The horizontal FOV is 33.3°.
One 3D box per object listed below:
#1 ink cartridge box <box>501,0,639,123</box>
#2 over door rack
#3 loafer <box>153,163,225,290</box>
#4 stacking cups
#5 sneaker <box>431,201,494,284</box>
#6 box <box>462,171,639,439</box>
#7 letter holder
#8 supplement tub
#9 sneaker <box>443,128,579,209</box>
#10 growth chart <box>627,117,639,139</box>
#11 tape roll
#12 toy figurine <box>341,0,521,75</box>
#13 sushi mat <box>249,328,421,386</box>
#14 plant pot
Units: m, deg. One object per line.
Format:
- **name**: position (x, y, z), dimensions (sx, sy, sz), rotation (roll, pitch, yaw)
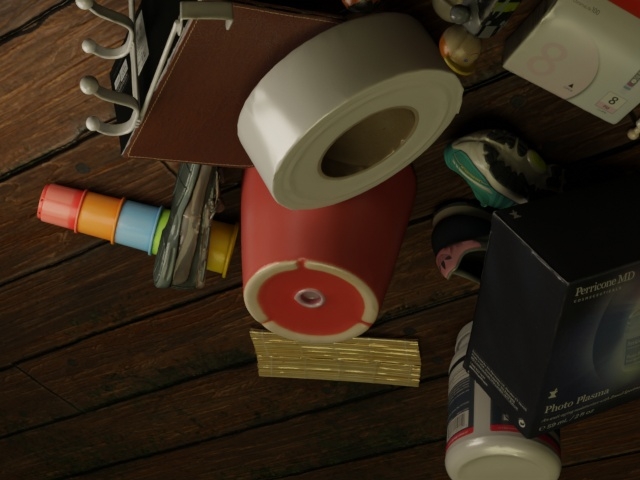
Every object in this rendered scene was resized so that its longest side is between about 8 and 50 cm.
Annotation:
- **ink cartridge box**: position (0.371, -0.267, 1.349), dimensions (0.189, 0.066, 0.232), rotation (24, 142, -17)
- **over door rack**: position (-0.215, -0.291, 1.231), dimensions (0.108, 0.239, 0.324), rotation (4, 161, -29)
- **loafer**: position (-0.186, -0.045, 1.639), dimensions (0.084, 0.096, 0.267), rotation (11, 113, -20)
- **stacking cups**: position (-0.295, -0.017, 1.730), dimensions (0.316, 0.096, 0.096), rotation (12, 140, -3)
- **sneaker**: position (0.320, 0.047, 1.663), dimensions (0.319, 0.131, 0.112), rotation (14, 138, -9)
- **box**: position (0.387, 0.088, 1.527), dimensions (0.296, 0.183, 0.294), rotation (-15, 130, -23)
- **letter holder**: position (-0.120, -0.245, 1.387), dimensions (0.214, 0.152, 0.302), rotation (4, 145, -28)
- **supplement tub**: position (0.312, 0.284, 1.833), dimensions (0.191, 0.272, 0.191), rotation (5, 140, 4)
- **sneaker**: position (0.291, -0.076, 1.573), dimensions (0.275, 0.107, 0.110), rotation (38, 156, -31)
- **growth chart**: position (0.562, -0.152, 1.474), dimensions (0.237, 0.021, 0.172), rotation (18, 140, -10)
- **tape roll**: position (0.040, -0.161, 1.380), dimensions (0.286, 0.100, 0.286), rotation (-26, 158, -11)
- **toy figurine**: position (0.122, -0.310, 1.220), dimensions (0.213, 0.209, 0.148), rotation (25, 127, -17)
- **sushi mat**: position (0.031, 0.220, 2.004), dimensions (0.316, 0.019, 0.151), rotation (3, 138, 6)
- **plant pot**: position (0.000, 0.000, 1.581), dimensions (0.275, 0.243, 0.275), rotation (5, 139, 5)
